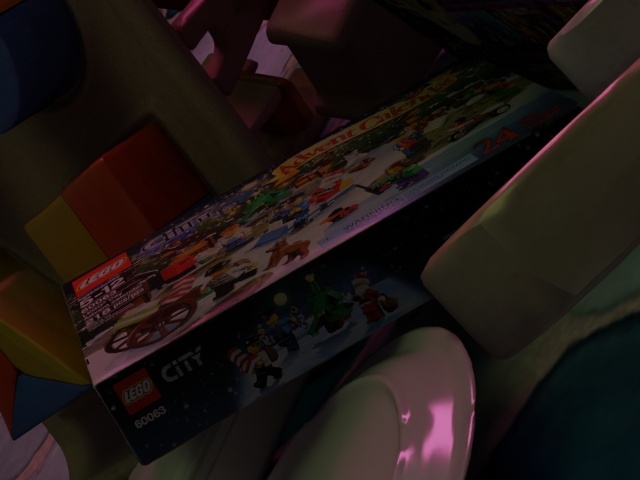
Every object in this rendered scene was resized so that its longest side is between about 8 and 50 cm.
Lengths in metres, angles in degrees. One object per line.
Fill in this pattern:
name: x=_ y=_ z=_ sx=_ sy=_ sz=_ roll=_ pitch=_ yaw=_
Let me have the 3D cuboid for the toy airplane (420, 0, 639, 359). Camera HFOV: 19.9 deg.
toy airplane: x=0.203 y=-0.136 z=0.417 sx=0.386 sy=0.272 sz=0.384 roll=-60 pitch=-23 yaw=16

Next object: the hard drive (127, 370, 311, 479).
hard drive: x=-0.106 y=0.206 z=0.849 sx=0.307 sy=0.040 sz=0.203 roll=-64 pitch=8 yaw=-25

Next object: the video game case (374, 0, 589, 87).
video game case: x=0.055 y=-0.138 z=0.804 sx=0.042 sy=0.210 sz=0.232 roll=-58 pitch=17 yaw=-5

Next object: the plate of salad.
plate of salad: x=0.011 y=0.127 z=0.722 sx=0.200 sy=0.048 sz=0.200 roll=-52 pitch=19 yaw=26

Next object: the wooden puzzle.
wooden puzzle: x=-0.170 y=-0.029 z=1.020 sx=0.080 sy=0.348 sz=0.322 roll=-33 pitch=-1 yaw=-40

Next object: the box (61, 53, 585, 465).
box: x=0.000 y=0.000 z=0.820 sx=0.233 sy=0.044 sz=0.159 roll=-30 pitch=19 yaw=-5

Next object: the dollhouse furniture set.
dollhouse furniture set: x=-0.046 y=-0.157 z=1.081 sx=0.259 sy=0.262 sz=0.135 roll=12 pitch=63 yaw=35
